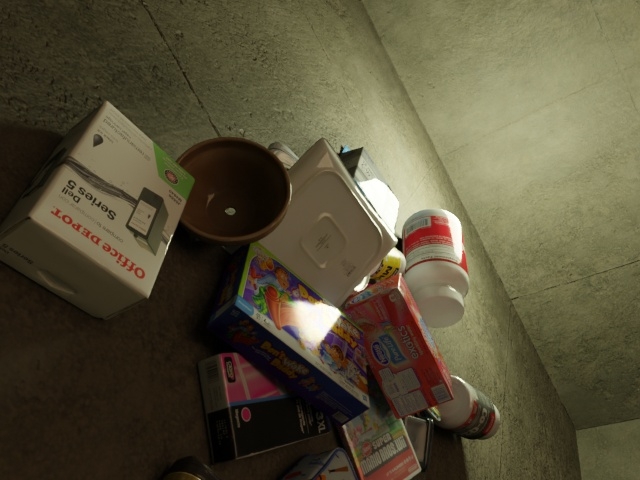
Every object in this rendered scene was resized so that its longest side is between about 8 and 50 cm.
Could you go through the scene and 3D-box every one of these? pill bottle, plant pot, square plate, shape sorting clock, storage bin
[{"bbox_3d":[0.176,0.062,1.567,0.208,0.119,0.119,14,57,-55],"label":"pill bottle"},{"bbox_3d":[-0.181,-0.082,1.026,0.110,0.237,0.237,106,-24,-62],"label":"plant pot"},{"bbox_3d":[0.464,0.547,1.639,0.283,0.161,0.161,36,40,-42],"label":"pill bottle"},{"bbox_3d":[0.000,0.000,1.177,0.347,0.049,0.344,-47,114,-18],"label":"square plate"},{"bbox_3d":[0.292,0.437,1.500,0.206,0.040,0.206,57,5,-8],"label":"shape sorting clock"},{"bbox_3d":[0.224,0.519,1.328,0.091,0.098,0.135,29,58,-23],"label":"storage bin"},{"bbox_3d":[0.406,0.096,1.819,0.229,0.229,0.407,46,34,-32],"label":"pill bottle"}]

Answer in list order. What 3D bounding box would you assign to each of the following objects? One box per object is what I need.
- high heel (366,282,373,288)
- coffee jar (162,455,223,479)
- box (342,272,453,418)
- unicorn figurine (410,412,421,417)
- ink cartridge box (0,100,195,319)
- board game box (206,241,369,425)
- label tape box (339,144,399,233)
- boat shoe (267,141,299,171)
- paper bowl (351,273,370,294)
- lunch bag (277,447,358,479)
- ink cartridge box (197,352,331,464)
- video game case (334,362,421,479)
[{"bbox_3d":[0.181,0.179,1.548,0.244,0.082,0.117,15,46,-50],"label":"high heel"},{"bbox_3d":[-0.200,0.401,0.704,0.096,0.079,0.184,52,32,-19],"label":"coffee jar"},{"bbox_3d":[0.190,0.255,1.243,0.300,0.154,0.142,62,14,-5],"label":"box"},{"bbox_3d":[0.232,0.454,1.436,0.111,0.060,0.162,67,12,22],"label":"unicorn figurine"},{"bbox_3d":[-0.332,-0.048,0.788,0.198,0.115,0.273,45,34,-34],"label":"ink cartridge box"},{"bbox_3d":[-0.051,0.179,1.027,0.347,0.078,0.233,42,22,-21],"label":"board game box"},{"bbox_3d":[0.160,-0.177,1.735,0.249,0.115,0.347,53,32,-23],"label":"label tape box"},{"bbox_3d":[-0.064,-0.176,1.403,0.226,0.083,0.075,31,54,-30],"label":"boat shoe"},{"bbox_3d":[0.046,0.007,1.362,0.284,0.148,0.284,39,37,-38],"label":"paper bowl"},{"bbox_3d":[0.025,0.558,0.936,0.243,0.115,0.303,-13,79,-64],"label":"lunch bag"},{"bbox_3d":[-0.078,0.311,1.007,0.371,0.069,0.175,18,53,-57],"label":"ink cartridge box"},{"bbox_3d":[0.123,0.447,1.213,0.204,0.025,0.285,-7,70,-46],"label":"video game case"}]
